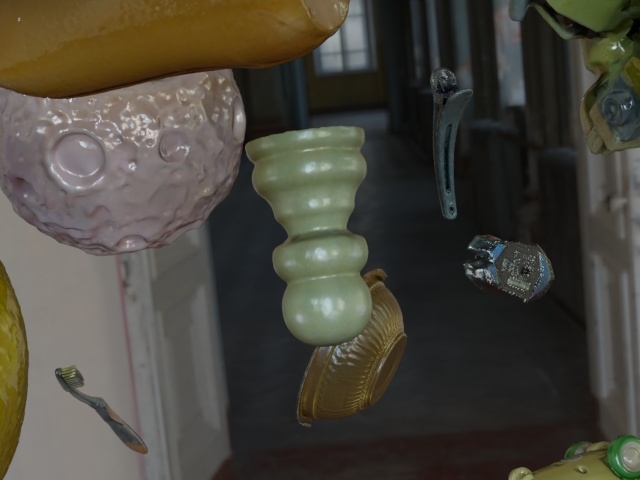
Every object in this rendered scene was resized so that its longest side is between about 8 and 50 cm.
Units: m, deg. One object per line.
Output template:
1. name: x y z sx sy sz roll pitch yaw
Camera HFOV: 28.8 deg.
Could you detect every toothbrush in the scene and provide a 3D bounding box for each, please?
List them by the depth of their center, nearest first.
1. toothbrush: -0.333 0.270 1.939 0.037 0.028 0.375 -17 -30 3

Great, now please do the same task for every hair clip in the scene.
1. hair clip: 0.216 -0.155 2.082 0.048 0.275 0.083 -23 44 -21

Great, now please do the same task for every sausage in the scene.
1. sausage: -0.138 -0.154 0.844 0.328 0.112 0.112 -8 8 25

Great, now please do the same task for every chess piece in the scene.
1. chess piece: 0.000 0.000 1.479 0.144 0.251 0.144 -9 -4 -1

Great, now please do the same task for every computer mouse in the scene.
1. computer mouse: 0.240 0.036 1.618 0.135 0.079 0.047 16 -11 -22

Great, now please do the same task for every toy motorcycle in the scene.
1. toy motorcycle: 0.302 -0.241 1.238 0.237 0.410 0.168 -17 -29 -28

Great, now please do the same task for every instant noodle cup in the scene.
1. instant noodle cup: 0.066 0.183 1.932 0.091 0.274 0.274 26 19 16

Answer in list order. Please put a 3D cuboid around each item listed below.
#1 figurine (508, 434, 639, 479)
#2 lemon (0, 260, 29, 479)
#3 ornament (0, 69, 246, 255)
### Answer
1. figurine: 0.348 0.386 1.639 0.324 0.222 0.124 -14 -6 -26
2. lemon: -0.413 0.099 1.075 0.364 0.364 0.364 -6 9 1
3. ornament: -0.201 -0.106 1.234 0.259 0.225 0.259 7 42 -7
